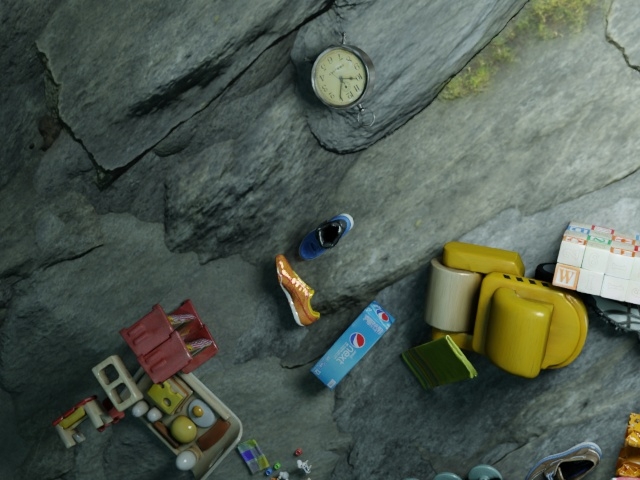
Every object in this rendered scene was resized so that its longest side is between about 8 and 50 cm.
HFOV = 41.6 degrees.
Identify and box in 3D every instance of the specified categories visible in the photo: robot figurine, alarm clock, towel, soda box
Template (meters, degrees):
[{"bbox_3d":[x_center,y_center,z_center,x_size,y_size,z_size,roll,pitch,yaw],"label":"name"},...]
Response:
[{"bbox_3d":[0.732,0.441,1.626,0.290,0.085,0.211,15,134,22],"label":"robot figurine"},{"bbox_3d":[0.057,-0.321,1.740,0.129,0.064,0.192,-28,90,26],"label":"alarm clock"},{"bbox_3d":[0.242,0.258,1.756,0.102,0.021,0.237,51,158,2],"label":"towel"},{"bbox_3d":[0.072,0.234,1.874,0.067,0.071,0.210,43,115,6],"label":"soda box"},{"bbox_3d":[-0.166,0.536,2.085,0.060,0.009,0.083,-26,93,27],"label":"towel"}]

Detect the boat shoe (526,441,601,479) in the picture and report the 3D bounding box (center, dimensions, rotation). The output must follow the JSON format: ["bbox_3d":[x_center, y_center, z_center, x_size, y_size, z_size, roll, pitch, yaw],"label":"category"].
[{"bbox_3d":[0.503,0.485,1.766,0.183,0.066,0.066,-43,85,25],"label":"boat shoe"}]

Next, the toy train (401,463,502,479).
[{"bbox_3d":[0.295,0.617,1.854,0.333,0.142,0.190,-18,106,25],"label":"toy train"}]

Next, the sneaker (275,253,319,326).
[{"bbox_3d":[-0.053,0.107,1.909,0.067,0.064,0.175,-24,99,6],"label":"sneaker"}]

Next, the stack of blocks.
[{"bbox_3d":[0.596,0.053,1.558,0.297,0.171,0.087,13,108,18],"label":"stack of blocks"}]

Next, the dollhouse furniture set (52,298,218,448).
[{"bbox_3d":[-0.445,0.306,1.972,0.374,0.201,0.152,-35,82,8],"label":"dollhouse furniture set"}]

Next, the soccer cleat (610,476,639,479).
[{"bbox_3d":[0.612,0.562,1.702,0.095,0.083,0.248,6,132,6],"label":"soccer cleat"}]

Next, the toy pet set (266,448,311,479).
[{"bbox_3d":[-0.070,0.586,2.028,0.122,0.065,0.114,-41,86,26],"label":"toy pet set"}]

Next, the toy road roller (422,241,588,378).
[{"bbox_3d":[0.351,0.144,1.643,0.329,0.240,0.203,12,107,19],"label":"toy road roller"}]

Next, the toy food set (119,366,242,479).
[{"bbox_3d":[-0.362,0.451,2.098,0.306,0.092,0.220,42,115,7],"label":"toy food set"}]

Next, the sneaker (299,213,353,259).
[{"bbox_3d":[-0.001,-0.001,1.835,0.152,0.084,0.058,-34,90,26],"label":"sneaker"}]

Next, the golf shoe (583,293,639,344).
[{"bbox_3d":[0.612,0.143,1.639,0.198,0.077,0.094,33,96,9],"label":"golf shoe"}]
